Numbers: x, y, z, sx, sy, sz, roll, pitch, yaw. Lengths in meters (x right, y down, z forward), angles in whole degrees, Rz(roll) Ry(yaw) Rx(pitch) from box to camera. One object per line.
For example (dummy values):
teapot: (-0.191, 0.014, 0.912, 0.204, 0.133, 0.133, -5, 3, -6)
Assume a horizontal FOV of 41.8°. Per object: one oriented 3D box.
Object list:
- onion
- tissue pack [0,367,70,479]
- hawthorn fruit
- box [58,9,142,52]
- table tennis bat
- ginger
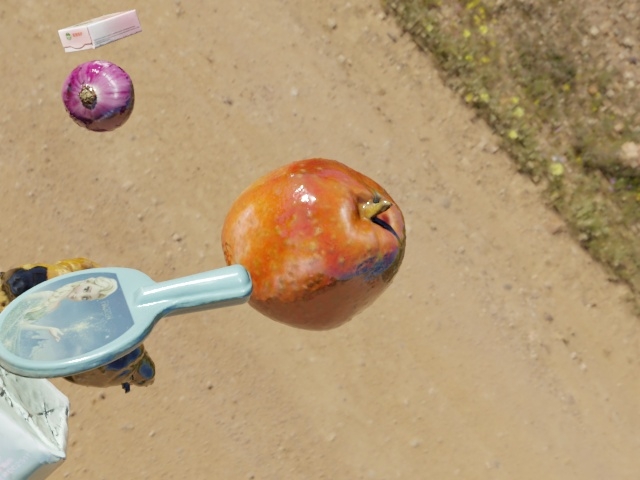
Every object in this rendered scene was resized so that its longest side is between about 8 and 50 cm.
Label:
onion: (-0.347, -0.228, 1.322, 0.115, 0.115, 0.104, 48, 21, -2)
tissue pack: (-0.561, 0.253, 1.002, 0.332, 0.405, 0.205, 51, 1, -23)
hawthorn fruit: (0.000, 0.000, 1.302, 0.275, 0.300, 0.275, 25, 50, -34)
box: (-0.407, -0.388, 1.556, 0.125, 0.089, 0.043, -39, 123, -46)
table tennis bat: (-0.179, 0.062, 0.764, 0.237, 0.038, 0.149, -11, 30, -5)
ginger: (-0.484, 0.171, 1.730, 0.357, 0.152, 0.274, 44, 21, 10)
